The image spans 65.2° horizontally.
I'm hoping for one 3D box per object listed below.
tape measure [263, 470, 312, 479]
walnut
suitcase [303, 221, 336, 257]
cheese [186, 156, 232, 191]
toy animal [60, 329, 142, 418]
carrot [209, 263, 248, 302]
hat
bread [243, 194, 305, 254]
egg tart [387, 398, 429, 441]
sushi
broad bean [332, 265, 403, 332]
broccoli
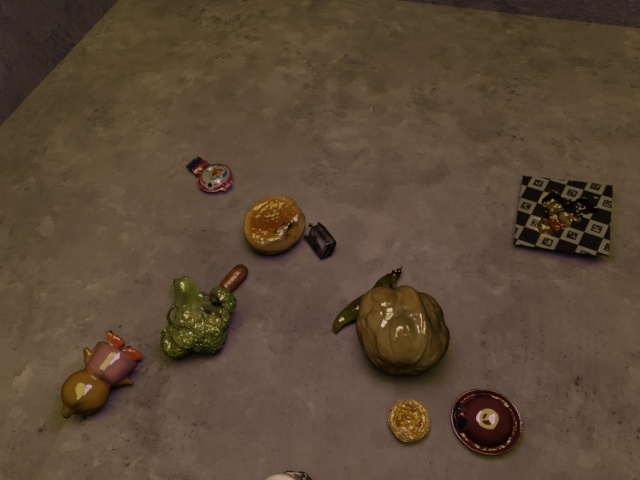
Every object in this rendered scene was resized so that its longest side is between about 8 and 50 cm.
[{"bbox_3d":[-0.081,0.776,1.348,0.231,0.133,0.271,-36,62,-9],"label":"tape measure"},{"bbox_3d":[0.253,0.279,1.565,0.282,0.253,0.277,-11,49,1],"label":"walnut"},{"bbox_3d":[0.000,0.000,1.874,0.059,0.086,0.126,-13,52,-36],"label":"suitcase"},{"bbox_3d":[-0.471,-0.284,2.123,0.244,0.062,0.155,35,68,25],"label":"cheese"},{"bbox_3d":[-0.713,0.444,1.605,0.195,0.169,0.281,43,68,-10],"label":"toy animal"},{"bbox_3d":[-0.334,0.161,1.818,0.060,0.060,0.186,31,66,23],"label":"carrot"},{"bbox_3d":[0.492,0.528,1.479,0.205,0.089,0.205,-3,56,4],"label":"hat"},{"bbox_3d":[-0.171,-0.051,1.900,0.244,0.134,0.244,-2,59,3],"label":"bread"},{"bbox_3d":[0.266,0.545,1.513,0.128,0.049,0.129,0,61,1],"label":"egg tart"},{"bbox_3d":[0.902,-0.081,1.868,0.320,0.069,0.339,8,57,20],"label":"sushi"},{"bbox_3d":[0.175,0.205,1.738,0.339,0.061,0.077,-37,53,-19],"label":"broad bean"},{"bbox_3d":[-0.413,0.236,1.676,0.254,0.186,0.302,-8,73,13],"label":"broccoli"}]
